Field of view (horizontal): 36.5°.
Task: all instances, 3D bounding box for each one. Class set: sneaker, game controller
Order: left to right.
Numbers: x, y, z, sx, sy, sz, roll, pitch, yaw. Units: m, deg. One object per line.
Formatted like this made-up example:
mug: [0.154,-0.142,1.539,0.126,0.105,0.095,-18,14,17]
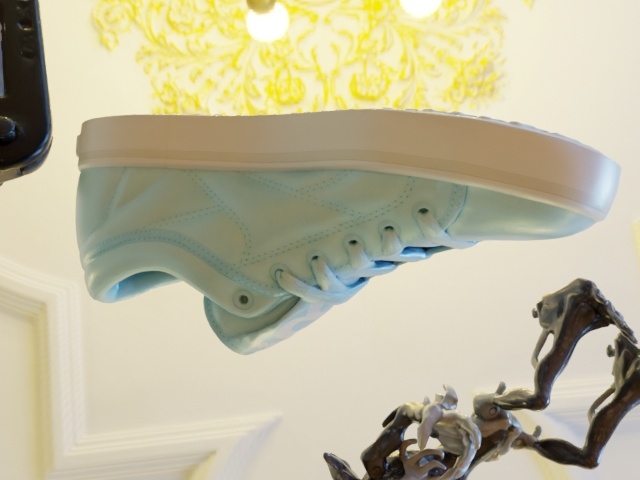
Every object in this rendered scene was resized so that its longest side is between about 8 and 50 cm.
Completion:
game controller: [-0.314,-0.165,0.796,0.166,0.067,0.319,1,-132,-24]
sneaker: [0.000,0.000,0.609,0.365,0.135,0.150,3,-91,32]

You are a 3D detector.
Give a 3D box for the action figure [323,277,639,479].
action figure: [0.113,0.155,0.649,0.275,0.141,0.164,-44,-75,2]
